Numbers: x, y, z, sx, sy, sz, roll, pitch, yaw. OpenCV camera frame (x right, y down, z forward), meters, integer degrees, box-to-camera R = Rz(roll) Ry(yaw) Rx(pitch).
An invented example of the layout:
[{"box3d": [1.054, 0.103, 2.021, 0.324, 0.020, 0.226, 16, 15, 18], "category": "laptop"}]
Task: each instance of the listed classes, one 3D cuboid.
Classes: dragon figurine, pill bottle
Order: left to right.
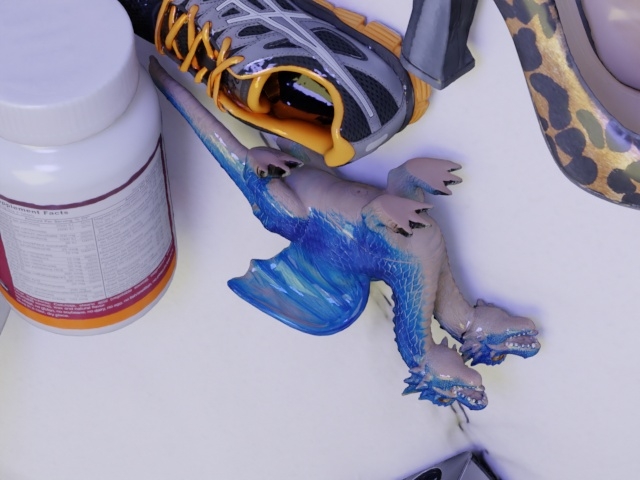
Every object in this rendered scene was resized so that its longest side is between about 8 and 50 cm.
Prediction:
[{"box3d": [-0.153, -0.048, 1.120, 0.121, 0.121, 0.221, 21, 147, 16], "category": "pill bottle"}, {"box3d": [0.000, 0.000, 1.123, 0.289, 0.085, 0.144, 23, 133, 11], "category": "dragon figurine"}]

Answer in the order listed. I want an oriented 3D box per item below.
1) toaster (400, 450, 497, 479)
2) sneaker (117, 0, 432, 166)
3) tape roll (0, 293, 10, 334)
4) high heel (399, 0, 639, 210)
[{"box3d": [0.085, 0.255, 1.257, 0.185, 0.110, 0.168, 49, 134, -11], "category": "toaster"}, {"box3d": [-0.044, -0.112, 1.064, 0.215, 0.083, 0.084, 25, 135, 14], "category": "sneaker"}, {"box3d": [-0.293, 0.029, 1.112, 0.072, 0.392, 0.392, 22, 133, 16], "category": "tape roll"}, {"box3d": [0.161, -0.116, 0.930, 0.261, 0.093, 0.186, 27, 136, 18], "category": "high heel"}]
